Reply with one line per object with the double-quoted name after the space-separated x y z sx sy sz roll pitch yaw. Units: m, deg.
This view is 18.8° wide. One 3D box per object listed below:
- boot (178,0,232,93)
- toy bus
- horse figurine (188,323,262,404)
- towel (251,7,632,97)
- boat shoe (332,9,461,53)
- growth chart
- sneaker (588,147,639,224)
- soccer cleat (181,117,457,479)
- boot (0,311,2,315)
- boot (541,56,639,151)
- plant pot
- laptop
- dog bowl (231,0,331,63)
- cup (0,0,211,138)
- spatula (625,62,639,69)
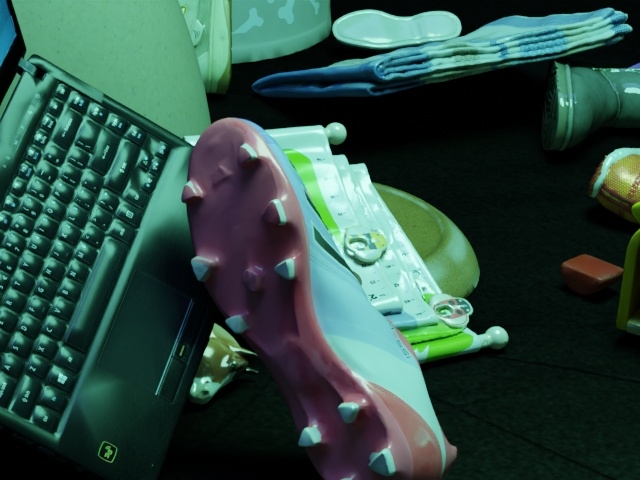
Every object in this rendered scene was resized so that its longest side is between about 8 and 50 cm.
-0.164 -0.234 1.739 0.165 0.213 0.077 -2 -10 -6 "boot"
0.285 0.004 1.362 0.191 0.104 0.202 -4 25 -18 "toy bus"
-0.191 0.053 1.228 0.263 0.066 0.174 21 36 28 "horse figurine"
0.108 -0.166 1.729 0.285 0.034 0.209 -15 10 -30 "towel"
0.073 -0.197 1.873 0.125 0.038 0.046 -6 62 -10 "boat shoe"
-0.001 0.004 1.318 0.172 0.021 0.237 -14 55 -33 "growth chart"
0.281 -0.052 1.567 0.067 0.064 0.175 38 41 20 "sneaker"
-0.001 0.042 1.129 0.095 0.083 0.248 -6 66 -59 "soccer cleat"
-0.229 -0.025 1.196 0.246 0.094 0.207 24 47 18 "boot"
0.300 -0.115 1.693 0.208 0.076 0.189 11 25 4 "boot"
0.000 0.000 1.419 0.236 0.032 0.236 3 23 -1 "plant pot"
-0.146 -0.031 1.062 0.264 0.136 0.234 30 54 -15 "laptop"
-0.153 -0.277 1.942 0.348 0.102 0.349 3 24 -1 "dog bowl"
-0.241 -0.165 1.504 0.331 0.237 0.331 4 23 -2 "cup"
0.410 -0.169 1.868 0.296 0.030 0.084 -9 25 -27 "spatula"
